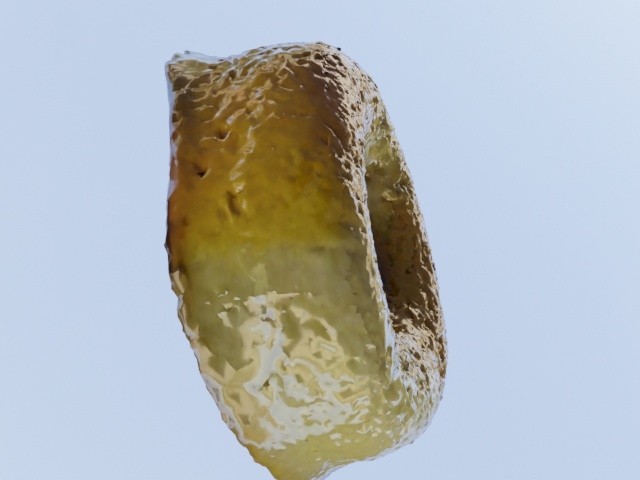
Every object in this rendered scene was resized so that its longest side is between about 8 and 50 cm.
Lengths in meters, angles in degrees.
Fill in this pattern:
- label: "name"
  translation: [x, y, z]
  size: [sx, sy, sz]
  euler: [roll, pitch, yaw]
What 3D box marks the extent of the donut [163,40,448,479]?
- label: "donut"
  translation: [0.001, 0.001, 0.395]
  size: [0.190, 0.074, 0.174]
  euler: [-89, -21, -55]
